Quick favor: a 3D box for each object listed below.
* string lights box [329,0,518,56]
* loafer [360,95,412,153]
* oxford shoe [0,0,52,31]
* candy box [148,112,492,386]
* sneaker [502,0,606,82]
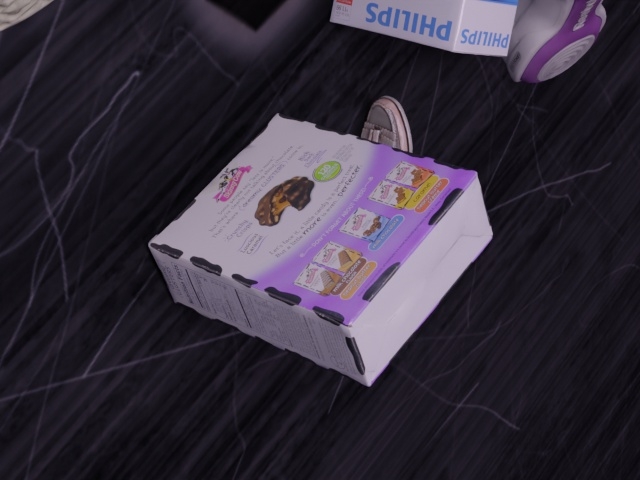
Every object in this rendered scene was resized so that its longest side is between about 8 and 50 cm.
[{"bbox_3d":[0.101,-0.285,1.176,0.077,0.133,0.259,-3,108,-48],"label":"string lights box"},{"bbox_3d":[0.052,-0.062,1.296,0.039,0.045,0.125,-27,129,-35],"label":"loafer"},{"bbox_3d":[-0.314,-0.122,0.731,0.449,0.130,0.169,-30,171,-32],"label":"oxford shoe"},{"bbox_3d":[0.000,0.000,1.123,0.165,0.196,0.070,-48,139,-28],"label":"candy box"},{"bbox_3d":[0.188,-0.253,1.223,0.114,0.152,0.305,-24,163,-24],"label":"sneaker"}]
